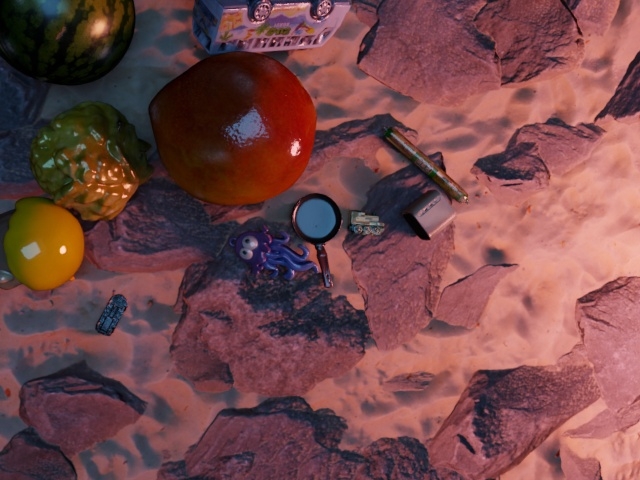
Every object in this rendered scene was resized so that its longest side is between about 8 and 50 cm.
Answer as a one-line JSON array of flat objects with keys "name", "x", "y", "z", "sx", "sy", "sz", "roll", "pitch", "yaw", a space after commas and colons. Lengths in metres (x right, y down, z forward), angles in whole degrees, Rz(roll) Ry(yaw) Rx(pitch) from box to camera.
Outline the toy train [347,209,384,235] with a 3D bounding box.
[{"name": "toy train", "x": 0.102, "y": -0.038, "z": 1.659, "sx": 0.083, "sy": 0.033, "sz": 0.053, "roll": 3, "pitch": 86, "yaw": -12}]

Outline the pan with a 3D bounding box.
[{"name": "pan", "x": -0.001, "y": 0.001, "z": 1.633, "sx": 0.114, "sy": 0.040, "sz": 0.212, "roll": -10, "pitch": 87, "yaw": -13}]

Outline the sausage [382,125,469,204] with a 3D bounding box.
[{"name": "sausage", "x": 0.242, "y": -0.171, "z": 1.687, "sx": 0.269, "sy": 0.033, "sz": 0.033, "roll": 40, "pitch": 83, "yaw": -9}]

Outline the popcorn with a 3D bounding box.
[{"name": "popcorn", "x": -0.433, "y": -0.162, "z": 1.454, "sx": 0.266, "sy": 0.192, "sz": 0.233, "roll": -9, "pitch": 72, "yaw": -54}]

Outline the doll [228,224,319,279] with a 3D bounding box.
[{"name": "doll", "x": -0.099, "y": 0.029, "z": 1.596, "sx": 0.205, "sy": 0.067, "sz": 0.110, "roll": 15, "pitch": 98, "yaw": 0}]

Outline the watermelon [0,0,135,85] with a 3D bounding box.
[{"name": "watermelon", "x": -0.498, "y": -0.437, "z": 1.406, "sx": 0.285, "sy": 0.285, "sz": 0.285, "roll": 0, "pitch": 90, "yaw": -12}]

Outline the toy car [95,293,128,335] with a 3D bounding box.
[{"name": "toy car", "x": -0.436, "y": 0.155, "z": 1.551, "sx": 0.041, "sy": 0.025, "sz": 0.093, "roll": 29, "pitch": 88, "yaw": -12}]

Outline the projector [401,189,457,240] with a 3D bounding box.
[{"name": "projector", "x": 0.243, "y": -0.057, "z": 1.662, "sx": 0.082, "sy": 0.083, "sz": 0.083, "roll": -39, "pitch": 98, "yaw": -9}]

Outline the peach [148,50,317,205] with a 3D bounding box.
[{"name": "peach", "x": -0.178, "y": -0.221, "z": 1.473, "sx": 0.332, "sy": 0.308, "sz": 0.308, "roll": 8, "pitch": 89, "yaw": -7}]

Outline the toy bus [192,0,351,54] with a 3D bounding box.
[{"name": "toy bus", "x": -0.097, "y": -0.458, "z": 1.505, "sx": 0.329, "sy": 0.136, "sz": 0.109, "roll": -15, "pitch": 55, "yaw": -38}]

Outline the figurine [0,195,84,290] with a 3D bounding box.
[{"name": "figurine", "x": -0.623, "y": 0.041, "z": 1.415, "sx": 0.343, "sy": 0.215, "sz": 0.187, "roll": -23, "pitch": 121, "yaw": -12}]
